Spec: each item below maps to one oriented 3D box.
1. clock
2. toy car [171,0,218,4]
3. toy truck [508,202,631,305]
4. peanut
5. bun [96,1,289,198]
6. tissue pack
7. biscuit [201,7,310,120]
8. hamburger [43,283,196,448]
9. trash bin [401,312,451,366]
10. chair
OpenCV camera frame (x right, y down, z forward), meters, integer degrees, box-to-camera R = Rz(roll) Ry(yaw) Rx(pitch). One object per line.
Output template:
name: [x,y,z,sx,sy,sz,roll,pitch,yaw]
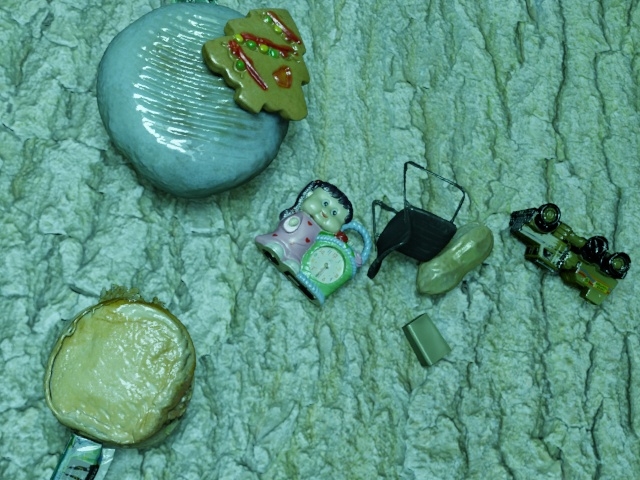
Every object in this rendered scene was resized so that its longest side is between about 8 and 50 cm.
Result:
clock: [0.000,0.000,1.288,0.194,0.100,0.195,44,72,-9]
toy car: [-0.222,-0.432,1.329,0.093,0.058,0.186,-46,106,-20]
toy truck: [0.523,0.025,1.432,0.257,0.127,0.127,36,85,-6]
peanut: [0.278,0.038,1.363,0.214,0.098,0.090,-40,105,-18]
bun: [-0.225,-0.251,1.206,0.361,0.211,0.362,4,78,-21]
tissue pack: [-0.396,0.382,1.092,0.079,0.085,0.111,25,72,-11]
biscuit: [-0.092,-0.321,1.153,0.212,0.041,0.239,29,59,-22]
hamburger: [-0.335,0.209,1.113,0.243,0.146,0.286,-19,79,-17]
trash bin: [0.212,0.200,1.338,0.061,0.043,0.092,-30,87,-20]
chair: [0.180,-0.016,1.274,0.145,0.140,0.221,26,45,-12]
